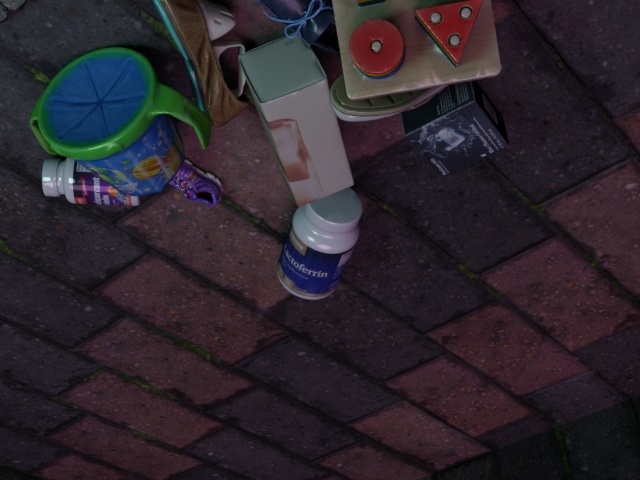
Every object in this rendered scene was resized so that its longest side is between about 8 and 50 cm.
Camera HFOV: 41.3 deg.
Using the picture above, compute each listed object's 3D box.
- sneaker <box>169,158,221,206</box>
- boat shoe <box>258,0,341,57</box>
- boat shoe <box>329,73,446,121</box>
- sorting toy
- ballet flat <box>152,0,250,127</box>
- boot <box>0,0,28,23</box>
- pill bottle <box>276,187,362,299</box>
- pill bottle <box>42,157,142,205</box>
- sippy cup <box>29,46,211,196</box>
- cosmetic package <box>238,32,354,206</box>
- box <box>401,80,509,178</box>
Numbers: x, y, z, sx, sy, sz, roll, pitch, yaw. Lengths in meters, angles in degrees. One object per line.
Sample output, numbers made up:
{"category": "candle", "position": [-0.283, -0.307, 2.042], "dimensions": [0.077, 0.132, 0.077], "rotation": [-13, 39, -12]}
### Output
{"category": "sneaker", "position": [-0.283, -0.124, 1.804], "dimensions": [0.170, 0.071, 0.068], "rotation": [23, 134, -26]}
{"category": "boat shoe", "position": [0.001, -0.390, 1.485], "dimensions": [0.258, 0.089, 0.109], "rotation": [19, 136, -23]}
{"category": "boat shoe", "position": [0.144, -0.276, 1.535], "dimensions": [0.302, 0.113, 0.103], "rotation": [-24, 166, -23]}
{"category": "sorting toy", "position": [0.149, -0.378, 1.383], "dimensions": [0.257, 0.255, 0.089], "rotation": [-9, -178, 7]}
{"category": "ballet flat", "position": [-0.201, -0.345, 1.528], "dimensions": [0.124, 0.116, 0.342], "rotation": [-24, 140, -5]}
{"category": "boot", "position": [-0.531, -0.464, 1.394], "dimensions": [0.247, 0.083, 0.161], "rotation": [-27, 141, 34]}
{"category": "pill bottle", "position": [0.000, 0.000, 1.904], "dimensions": [0.153, 0.153, 0.264], "rotation": [8, 138, -12]}
{"category": "pill bottle", "position": [-0.469, -0.128, 1.761], "dimensions": [0.194, 0.108, 0.108], "rotation": [2, 140, -5]}
{"category": "sippy cup", "position": [-0.371, -0.204, 1.603], "dimensions": [0.240, 0.305, 0.224], "rotation": [-48, 149, -11]}
{"category": "cosmetic package", "position": [-0.041, -0.222, 1.606], "dimensions": [0.129, 0.153, 0.296], "rotation": [-22, 142, -3]}
{"category": "box", "position": [0.268, -0.227, 1.693], "dimensions": [0.158, 0.093, 0.156], "rotation": [-25, 135, 26]}
